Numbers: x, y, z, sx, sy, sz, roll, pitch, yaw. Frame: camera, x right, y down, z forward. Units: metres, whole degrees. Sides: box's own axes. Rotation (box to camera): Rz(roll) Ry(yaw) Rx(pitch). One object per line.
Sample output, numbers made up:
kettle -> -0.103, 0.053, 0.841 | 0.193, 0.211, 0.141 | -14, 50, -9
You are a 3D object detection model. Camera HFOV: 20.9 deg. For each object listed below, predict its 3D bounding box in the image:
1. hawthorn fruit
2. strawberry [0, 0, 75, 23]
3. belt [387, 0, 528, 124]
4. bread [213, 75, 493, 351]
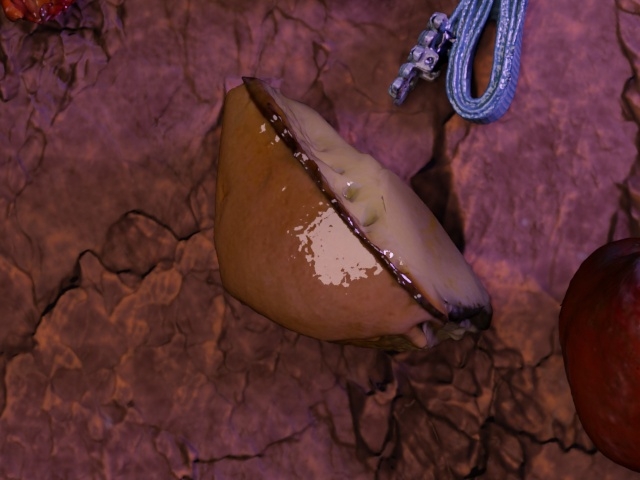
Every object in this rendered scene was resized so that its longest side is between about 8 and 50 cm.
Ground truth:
hawthorn fruit -> 0.272, 0.100, 1.326 | 0.185, 0.185, 0.202 | 3, 101, 19
strawberry -> -0.262, -0.291, 1.603 | 0.121, 0.082, 0.188 | -11, 89, 37
belt -> 0.129, -0.190, 1.463 | 0.100, 0.065, 0.179 | 16, 86, 11
bread -> 0.000, 0.000, 1.406 | 0.162, 0.204, 0.262 | -43, 69, 6
